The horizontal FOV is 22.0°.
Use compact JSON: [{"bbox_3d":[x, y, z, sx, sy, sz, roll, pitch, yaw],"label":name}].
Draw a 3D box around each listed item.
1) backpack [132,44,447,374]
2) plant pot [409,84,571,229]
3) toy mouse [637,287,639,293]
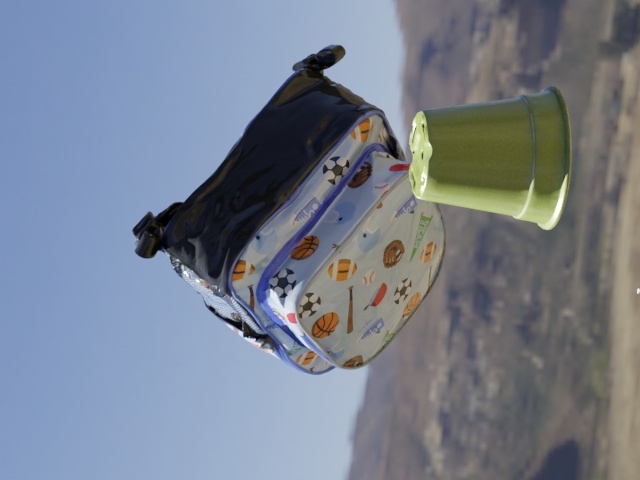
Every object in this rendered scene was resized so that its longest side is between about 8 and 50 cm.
[{"bbox_3d":[0.000,0.000,1.588,0.276,0.213,0.263,-46,-27,-8],"label":"backpack"},{"bbox_3d":[0.093,-0.048,0.941,0.083,0.079,0.083,-179,90,-82],"label":"plant pot"},{"bbox_3d":[0.368,-0.030,1.546,0.143,0.031,0.161,-32,-35,-28],"label":"toy mouse"}]
